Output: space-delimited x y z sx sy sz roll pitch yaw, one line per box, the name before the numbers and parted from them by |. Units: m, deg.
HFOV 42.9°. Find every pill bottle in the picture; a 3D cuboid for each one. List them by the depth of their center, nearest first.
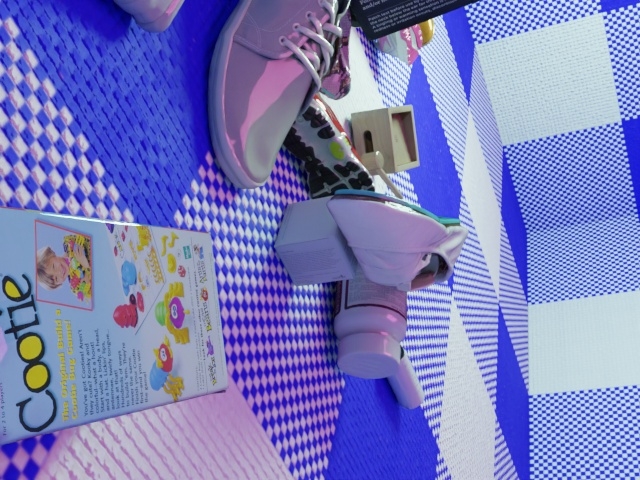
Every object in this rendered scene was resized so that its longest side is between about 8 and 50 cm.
pill bottle | 0.083 0.107 1.347 0.121 0.121 0.221 53 33 -49

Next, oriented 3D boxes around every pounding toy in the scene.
pounding toy | 0.111 -0.166 1.599 0.206 0.094 0.181 -21 105 -59

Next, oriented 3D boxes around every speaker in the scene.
speaker | 0.155 0.261 1.552 0.055 0.055 0.136 -77 149 -46

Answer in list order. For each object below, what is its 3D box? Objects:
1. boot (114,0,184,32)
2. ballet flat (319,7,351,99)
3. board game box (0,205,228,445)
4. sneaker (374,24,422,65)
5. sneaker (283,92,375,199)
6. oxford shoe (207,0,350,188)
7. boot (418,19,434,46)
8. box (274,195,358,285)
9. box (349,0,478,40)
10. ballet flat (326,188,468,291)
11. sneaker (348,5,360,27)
boot | -0.194 -0.363 0.924 0.123 0.095 0.258 54 41 -60
ballet flat | 0.014 -0.360 1.469 0.079 0.076 0.222 20 61 -44
board game box | -0.202 0.065 0.610 0.275 0.142 0.144 10 72 -68
sneaker | 0.153 -0.507 1.801 0.103 0.111 0.252 -53 146 -39
sneaker | 0.015 -0.153 1.327 0.279 0.107 0.118 61 19 -45
oxford shoe | -0.042 -0.276 1.141 0.169 0.130 0.450 54 46 -51
boot | 0.163 -0.598 1.862 0.295 0.104 0.211 66 11 12
box | 0.000 0.000 1.212 0.101 0.101 0.087 -75 148 -46
box | 0.107 -0.722 1.476 0.472 0.297 0.480 53 25 -52
ballet flat | 0.127 0.012 1.217 0.400 0.139 0.139 10 71 -63
sneaker | 0.096 -0.530 1.725 0.097 0.084 0.235 52 35 -54
